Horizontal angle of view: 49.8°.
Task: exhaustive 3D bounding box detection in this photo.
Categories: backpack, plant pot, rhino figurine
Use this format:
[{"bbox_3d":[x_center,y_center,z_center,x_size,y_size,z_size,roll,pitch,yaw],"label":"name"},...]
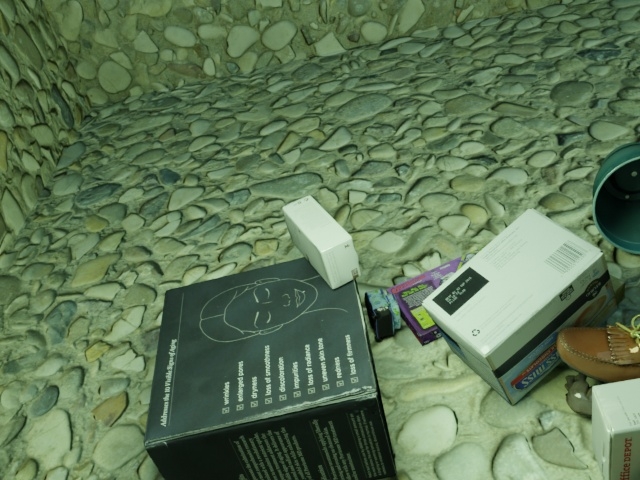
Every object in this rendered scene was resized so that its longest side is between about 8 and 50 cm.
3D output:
[{"bbox_3d":[0.163,0.184,1.799,0.084,0.105,0.114,-14,35,-5],"label":"backpack"},{"bbox_3d":[0.853,-0.138,1.836,0.271,0.272,0.255,-4,24,16],"label":"plant pot"},{"bbox_3d":[0.637,0.336,1.451,0.243,0.073,0.106,6,39,25],"label":"rhino figurine"}]

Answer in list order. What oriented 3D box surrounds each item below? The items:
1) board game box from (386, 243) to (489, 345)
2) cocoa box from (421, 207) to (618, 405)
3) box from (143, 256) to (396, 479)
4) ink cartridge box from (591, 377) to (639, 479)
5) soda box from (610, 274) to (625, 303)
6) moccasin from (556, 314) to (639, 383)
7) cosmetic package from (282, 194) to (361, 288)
[{"bbox_3d":[0.373,0.133,1.831,0.346,0.056,0.208,-23,42,-8],"label":"board game box"},{"bbox_3d":[0.457,0.149,1.572,0.347,0.228,0.231,-40,41,-6],"label":"cocoa box"},{"bbox_3d":[-0.110,0.310,1.581,0.471,0.297,0.480,-12,36,3],"label":"box"},{"bbox_3d":[0.668,0.356,1.306,0.278,0.201,0.117,-12,37,7],"label":"ink cartridge box"},{"bbox_3d":[0.662,0.156,1.681,0.181,0.058,0.061,-34,40,-20],"label":"soda box"},{"bbox_3d":[0.684,0.225,1.413,0.380,0.147,0.139,9,38,17],"label":"moccasin"},{"bbox_3d":[0.000,0.000,1.609,0.085,0.117,0.231,-25,35,-11],"label":"cosmetic package"}]
